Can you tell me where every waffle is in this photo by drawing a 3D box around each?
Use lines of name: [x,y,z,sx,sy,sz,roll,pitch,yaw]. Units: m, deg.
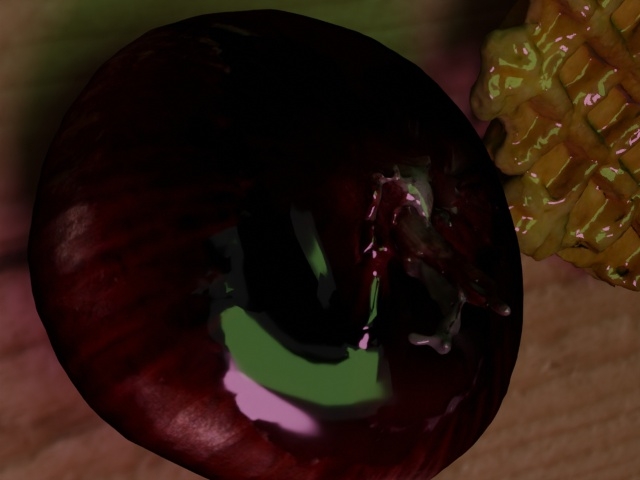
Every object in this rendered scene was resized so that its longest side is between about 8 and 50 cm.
waffle: [0.229,-0.104,1.050,0.325,0.068,0.302,-8,126,-23]

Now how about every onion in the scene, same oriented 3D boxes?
onion: [0.000,0.000,0.843,0.273,0.285,0.273,10,69,-29]
